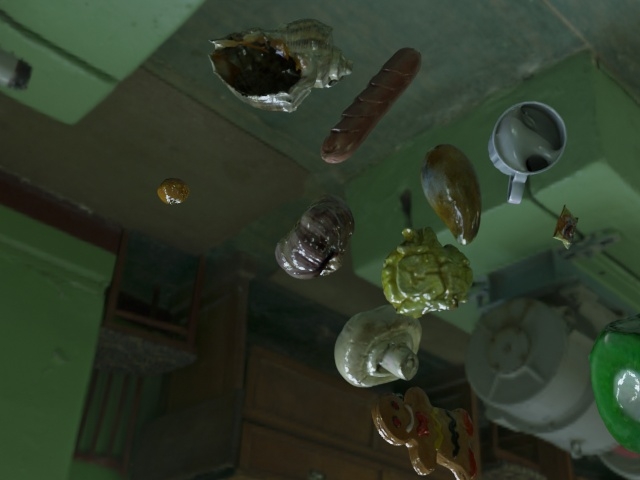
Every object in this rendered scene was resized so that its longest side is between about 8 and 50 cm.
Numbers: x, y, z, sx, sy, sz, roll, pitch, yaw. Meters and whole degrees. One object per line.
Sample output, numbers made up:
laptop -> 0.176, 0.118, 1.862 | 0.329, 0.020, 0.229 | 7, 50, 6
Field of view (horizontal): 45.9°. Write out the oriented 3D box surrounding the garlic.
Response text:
garlic -> 0.000, 0.000, 1.881 | 0.160, 0.245, 0.245 | 38, 145, 4

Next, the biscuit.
biscuit -> 0.193, 0.340, 1.350 | 0.250, 0.165, 0.036 | 29, 131, -29

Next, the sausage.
sausage -> 0.116, -0.308, 1.723 | 0.088, 0.433, 0.087 | 26, 145, 19

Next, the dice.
dice -> 0.800, 0.307, 1.667 | 0.300, 0.287, 0.297 | -12, 179, -19

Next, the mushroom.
mushroom -> 0.178, 0.305, 2.073 | 0.260, 0.234, 0.254 | -48, 133, -1

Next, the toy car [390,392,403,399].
toy car -> 0.209, 0.450, 1.826 | 0.056, 0.095, 0.204 | -28, 129, -7

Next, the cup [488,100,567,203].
cup -> 0.475, -0.216, 1.830 | 0.167, 0.221, 0.202 | 39, -176, 5

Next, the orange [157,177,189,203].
orange -> -0.391, -0.127, 2.002 | 0.086, 0.062, 0.086 | 1, 149, 0

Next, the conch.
conch -> -0.079, -0.347, 1.546 | 0.292, 0.210, 0.159 | 5, 162, 16

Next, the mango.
mango -> 0.385, -0.139, 2.203 | 0.146, 0.316, 0.192 | -5, 156, -17

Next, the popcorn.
popcorn -> 0.221, 0.079, 1.577 | 0.188, 0.167, 0.185 | 19, 140, -13

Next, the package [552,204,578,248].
package -> 0.755, -0.040, 2.327 | 0.031, 0.108, 0.121 | 12, 168, 43
